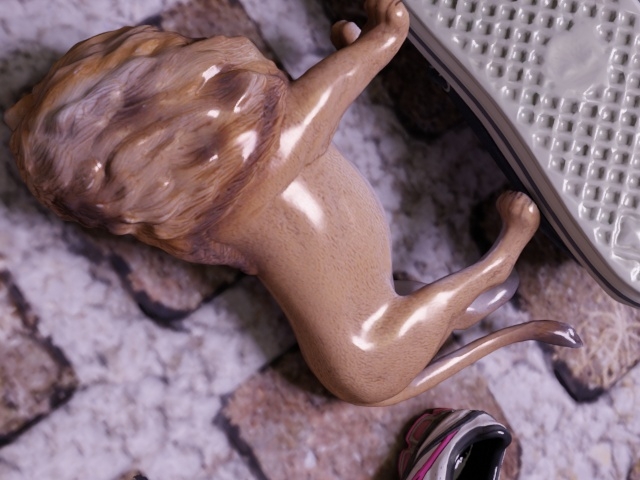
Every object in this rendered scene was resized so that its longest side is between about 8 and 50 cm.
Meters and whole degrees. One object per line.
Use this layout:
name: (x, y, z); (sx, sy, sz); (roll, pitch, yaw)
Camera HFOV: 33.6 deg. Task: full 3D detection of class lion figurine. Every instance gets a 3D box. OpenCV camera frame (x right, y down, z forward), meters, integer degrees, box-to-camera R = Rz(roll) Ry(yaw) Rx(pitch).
lion figurine: (0.000, 0.000, 0.704); (0.240, 0.142, 0.392); (-43, 104, -15)

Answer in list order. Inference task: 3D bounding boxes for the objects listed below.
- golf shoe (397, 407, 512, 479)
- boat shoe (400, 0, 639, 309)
golf shoe: (0.075, 0.202, 0.734); (0.067, 0.086, 0.186); (27, 74, -19)
boat shoe: (0.144, -0.173, 0.769); (0.187, 0.156, 0.500); (-31, 86, 3)
